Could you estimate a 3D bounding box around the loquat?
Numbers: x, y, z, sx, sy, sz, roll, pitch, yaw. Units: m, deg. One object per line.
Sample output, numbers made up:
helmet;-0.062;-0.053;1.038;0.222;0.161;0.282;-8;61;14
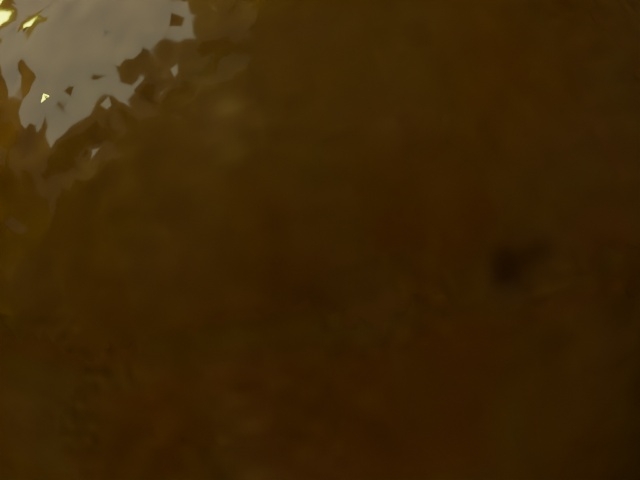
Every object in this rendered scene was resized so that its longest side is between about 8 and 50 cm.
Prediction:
loquat;0.000;0.000;0.510;0.328;0.328;0.328;-43;14;13
